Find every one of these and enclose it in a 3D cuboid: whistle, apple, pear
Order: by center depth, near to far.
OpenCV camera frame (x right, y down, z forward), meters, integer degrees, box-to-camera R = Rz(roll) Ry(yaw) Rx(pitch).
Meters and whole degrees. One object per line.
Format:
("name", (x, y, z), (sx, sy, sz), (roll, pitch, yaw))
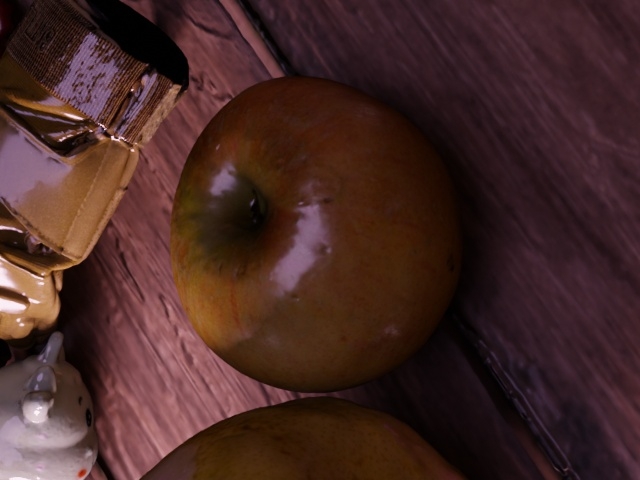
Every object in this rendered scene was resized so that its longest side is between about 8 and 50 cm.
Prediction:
("pear", (-0.020, 0.226, 1.089), (0.271, 0.271, 0.271), (3, 95, 30))
("apple", (0.000, 0.000, 1.117), (0.182, 0.155, 0.182), (-11, 72, 37))
("whistle", (-0.206, 0.179, 1.279), (0.106, 0.102, 0.253), (23, 103, 24))

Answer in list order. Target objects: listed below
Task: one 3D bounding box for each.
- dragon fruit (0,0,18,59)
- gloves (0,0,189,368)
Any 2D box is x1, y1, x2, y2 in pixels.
("dragon fruit", (-0.285, -0.144, 1.319), (0.127, 0.121, 0.161), (-29, 56, 59))
("gloves", (-0.215, -0.016, 1.233), (0.154, 0.141, 0.331), (38, 109, -3))
